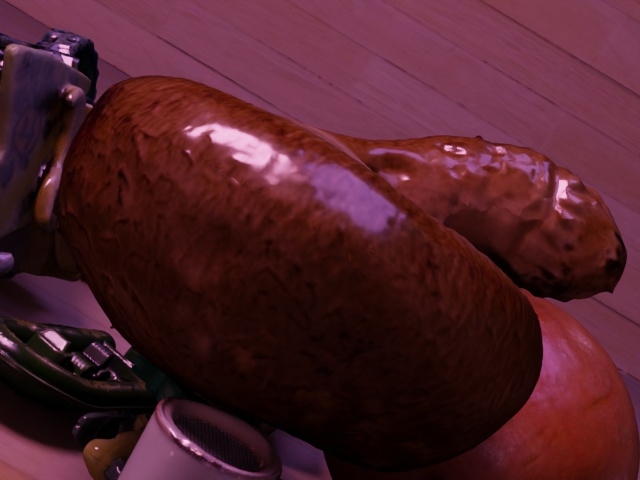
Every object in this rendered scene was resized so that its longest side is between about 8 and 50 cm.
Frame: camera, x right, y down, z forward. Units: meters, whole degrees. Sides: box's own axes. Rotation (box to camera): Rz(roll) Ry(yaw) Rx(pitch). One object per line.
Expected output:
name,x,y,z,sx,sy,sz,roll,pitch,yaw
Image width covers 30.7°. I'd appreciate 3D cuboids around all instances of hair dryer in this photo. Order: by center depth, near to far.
hair dryer,-0.015,0.197,0.588,0.236,0.131,0.073,32,11,17

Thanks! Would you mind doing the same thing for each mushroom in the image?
mushroom,-0.013,0.021,0.722,0.345,0.239,0.345,18,-30,11

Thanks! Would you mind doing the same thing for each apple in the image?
apple,0.131,0.163,0.947,0.254,0.253,0.253,30,9,-6

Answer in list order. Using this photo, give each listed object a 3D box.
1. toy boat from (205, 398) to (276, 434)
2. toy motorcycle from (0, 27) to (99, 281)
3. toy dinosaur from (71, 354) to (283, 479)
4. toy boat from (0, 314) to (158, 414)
toy boat,-0.052,0.108,1.035,0.121,0.089,0.321,44,0,7
toy motorcycle,-0.261,-0.063,0.882,0.169,0.236,0.410,18,6,6
toy dinosaur,-0.059,0.168,0.774,0.259,0.094,0.153,35,6,-29
toy boat,-0.181,0.092,0.855,0.104,0.052,0.210,38,6,24
